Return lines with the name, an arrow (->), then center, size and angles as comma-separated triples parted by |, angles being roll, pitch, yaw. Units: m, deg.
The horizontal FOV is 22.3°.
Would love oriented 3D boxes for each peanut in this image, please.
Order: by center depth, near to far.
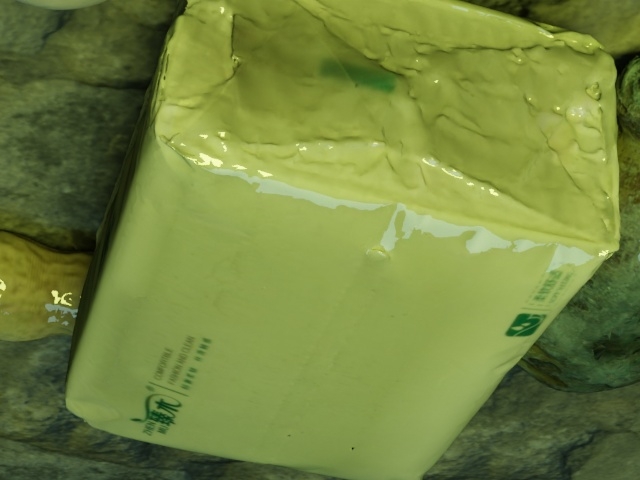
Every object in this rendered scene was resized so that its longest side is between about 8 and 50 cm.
peanut -> -0.218, 0.045, 1.322 | 0.227, 0.086, 0.104 | 10, 156, -19

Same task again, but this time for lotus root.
lotus root -> 0.222, 0.002, 1.185 | 0.175, 0.175, 0.349 | 5, 148, -8

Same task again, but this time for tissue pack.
tissue pack -> 0.000, 0.000, 1.121 | 0.297, 0.207, 0.380 | 13, 146, -9

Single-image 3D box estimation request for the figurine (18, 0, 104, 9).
figurine -> -0.119, -0.204, 0.891 | 0.236, 0.141, 0.162 | -10, 170, 33
